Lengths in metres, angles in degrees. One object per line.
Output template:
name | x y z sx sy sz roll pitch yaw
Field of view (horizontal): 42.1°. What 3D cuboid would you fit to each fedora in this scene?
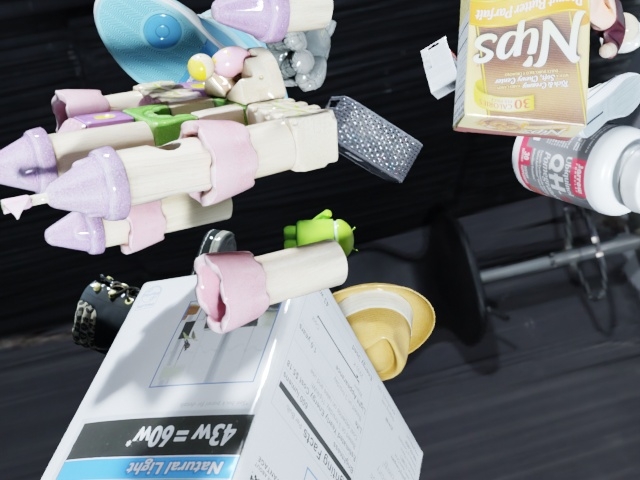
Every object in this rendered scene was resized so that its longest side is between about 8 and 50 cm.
fedora | 0.071 0.140 1.153 0.194 0.194 0.079 88 180 -48

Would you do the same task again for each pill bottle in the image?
pill bottle | 0.547 -0.149 1.648 0.318 0.176 0.176 29 133 57

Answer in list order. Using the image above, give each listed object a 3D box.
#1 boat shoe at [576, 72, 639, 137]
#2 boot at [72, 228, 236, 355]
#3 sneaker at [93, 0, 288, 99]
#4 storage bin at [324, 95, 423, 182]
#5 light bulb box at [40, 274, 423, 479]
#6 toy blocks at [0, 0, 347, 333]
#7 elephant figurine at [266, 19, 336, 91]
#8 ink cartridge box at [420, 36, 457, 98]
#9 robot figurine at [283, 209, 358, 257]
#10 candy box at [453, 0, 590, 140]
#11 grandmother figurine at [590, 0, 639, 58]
boat shoe | 0.526 -0.265 1.577 0.076 0.226 0.083 23 131 45
boot | -0.216 0.073 1.068 0.085 0.179 0.236 -30 -39 -69
sneaker | -0.197 -0.303 1.244 0.319 0.127 0.208 32 -152 -36
storage bin | 0.085 -0.189 1.565 0.084 0.180 0.122 -61 18 0
light bulb box | -0.075 0.275 0.863 0.358 0.225 0.361 61 -148 -34
toy blocks | -0.161 -0.099 0.700 0.289 0.260 0.308 28 126 54
elephant figurine | -0.110 -0.360 1.653 0.186 0.240 0.169 21 -119 -53
ink cartridge box | 0.241 -0.344 1.655 0.029 0.063 0.115 32 -140 -46
robot figurine | 0.000 0.000 1.310 0.067 0.115 0.101 90 177 -62
candy box | 0.307 -0.319 1.262 0.087 0.183 0.316 103 171 -80
grandmother figurine | 0.583 -0.469 1.712 0.104 0.342 0.207 -4 79 38
